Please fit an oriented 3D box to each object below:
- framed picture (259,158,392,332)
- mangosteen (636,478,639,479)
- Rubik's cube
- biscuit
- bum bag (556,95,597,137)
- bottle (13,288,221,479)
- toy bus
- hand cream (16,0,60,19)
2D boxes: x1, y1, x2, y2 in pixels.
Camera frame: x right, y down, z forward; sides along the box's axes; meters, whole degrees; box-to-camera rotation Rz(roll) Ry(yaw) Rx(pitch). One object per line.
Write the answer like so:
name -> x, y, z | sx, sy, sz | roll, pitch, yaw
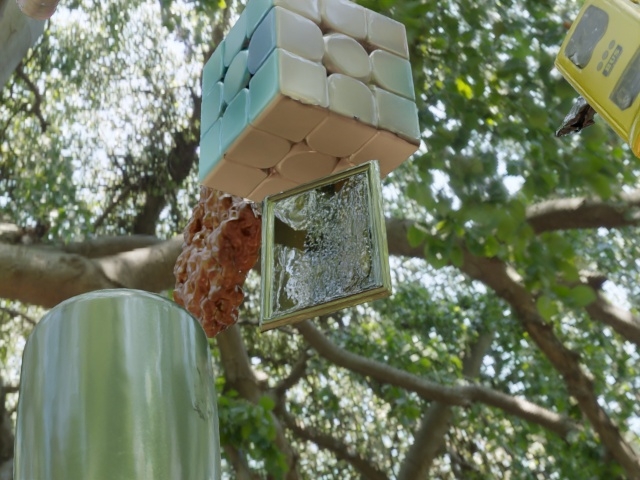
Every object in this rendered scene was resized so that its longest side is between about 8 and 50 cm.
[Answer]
framed picture -> 0.000, 0.000, 1.103 | 0.197, 0.252, 0.014 | -18, -43, 17
mangosteen -> 0.466, 0.430, 1.119 | 0.166, 0.166, 0.180 | 13, -20, -25
Rubik's cube -> -0.028, -0.246, 1.397 | 0.291, 0.291, 0.291 | 16, -35, -28
biscuit -> -0.226, 0.034, 1.654 | 0.110, 0.312, 0.318 | 15, -83, -25
bum bag -> 0.460, -0.235, 1.264 | 0.197, 0.049, 0.087 | -40, -18, -22
bottle -> -0.153, 0.208, 0.597 | 0.168, 0.347, 0.169 | -8, -46, -8
toy bus -> 0.373, -0.155, 0.807 | 0.152, 0.330, 0.144 | 15, -60, -16
hand cream -> -0.410, -0.453, 1.202 | 0.070, 0.111, 0.312 | -27, 1, -35
